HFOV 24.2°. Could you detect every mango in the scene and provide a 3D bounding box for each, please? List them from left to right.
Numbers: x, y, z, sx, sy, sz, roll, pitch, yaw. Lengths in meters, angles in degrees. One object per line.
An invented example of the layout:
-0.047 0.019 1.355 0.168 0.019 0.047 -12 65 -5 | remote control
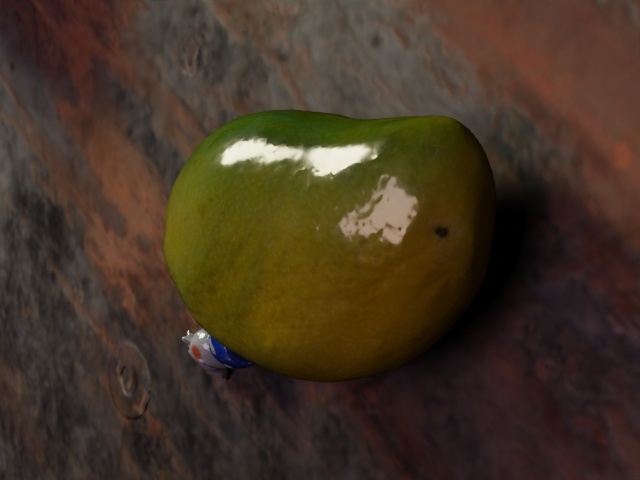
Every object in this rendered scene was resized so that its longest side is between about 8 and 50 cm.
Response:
-0.001 0.003 0.662 0.191 0.085 0.122 9 97 52 | mango

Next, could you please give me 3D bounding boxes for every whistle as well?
-0.043 0.054 0.767 0.033 0.029 0.083 48 147 -13 | whistle
